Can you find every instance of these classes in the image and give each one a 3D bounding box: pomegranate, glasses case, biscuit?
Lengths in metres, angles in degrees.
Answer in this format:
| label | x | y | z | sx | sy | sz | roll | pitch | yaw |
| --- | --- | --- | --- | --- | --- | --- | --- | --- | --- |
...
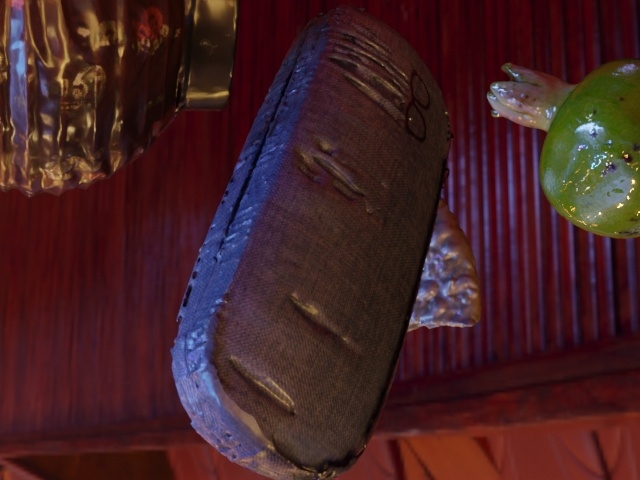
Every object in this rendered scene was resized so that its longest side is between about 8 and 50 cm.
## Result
| label | x | y | z | sx | sy | sz | roll | pitch | yaw |
| --- | --- | --- | --- | --- | --- | --- | --- | --- | --- |
| pomegranate | 0.352 | -0.140 | 1.318 | 0.302 | 0.236 | 0.236 | 39 | 179 | 20 |
| glasses case | 0.005 | -0.010 | 0.535 | 0.109 | 0.282 | 0.067 | 40 | 136 | -25 |
| biscuit | 0.003 | -0.003 | 0.767 | 0.250 | 0.133 | 0.032 | 0 | 174 | 33 |

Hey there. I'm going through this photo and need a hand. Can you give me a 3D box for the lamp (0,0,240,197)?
| label | x | y | z | sx | sy | sz | roll | pitch | yaw |
| --- | --- | --- | --- | --- | --- | --- | --- | --- | --- |
| lamp | -0.161 | -0.140 | 0.569 | 0.247 | 0.247 | 0.247 | 1 | 167 | 0 |
